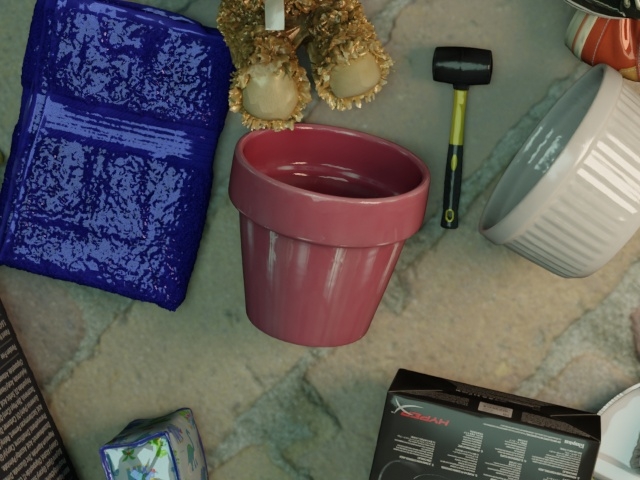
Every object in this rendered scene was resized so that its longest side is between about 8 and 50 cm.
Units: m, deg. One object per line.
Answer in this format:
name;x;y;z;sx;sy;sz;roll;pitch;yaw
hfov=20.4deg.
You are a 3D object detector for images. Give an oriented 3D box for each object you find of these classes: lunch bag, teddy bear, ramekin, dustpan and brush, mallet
lunch bag;-0.166;0.265;1.861;0.096;0.129;0.151;-16;95;11
teddy bear;-0.047;-0.278;1.796;0.245;0.113;0.338;-33;92;1
ramekin;0.257;-0.059;1.735;0.109;0.207;0.207;36;100;-6
dustpan and brush;0.362;0.168;1.809;0.147;0.060;0.211;24;94;5
mallet;0.131;-0.108;1.830;0.062;0.039;0.189;12;101;6

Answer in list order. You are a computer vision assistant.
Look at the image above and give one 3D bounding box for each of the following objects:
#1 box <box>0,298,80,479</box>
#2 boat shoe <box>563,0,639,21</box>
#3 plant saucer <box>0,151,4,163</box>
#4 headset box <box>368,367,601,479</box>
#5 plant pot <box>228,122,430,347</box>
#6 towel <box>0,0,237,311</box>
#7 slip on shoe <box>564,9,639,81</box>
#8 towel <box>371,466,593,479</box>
box;-0.518;0.289;1.824;0.480;0.297;0.471;-22;97;10
boat shoe;0.316;-0.241;1.659;0.219;0.070;0.077;9;101;23
plant saucer;-0.537;-0.103;1.794;0.333;0.333;0.081;36;118;4
headset box;0.148;0.302;1.803;0.218;0.110;0.293;12;101;7
plant pot;0.000;0.000;1.788;0.201;0.201;0.180;12;113;7
towel;-0.221;-0.096;1.859;0.228;0.076;0.308;13;97;8
slip on shoe;0.370;-0.296;1.727;0.101;0.123;0.331;39;106;18
towel;0.168;0.291;1.870;0.237;0.021;0.102;1;97;8
